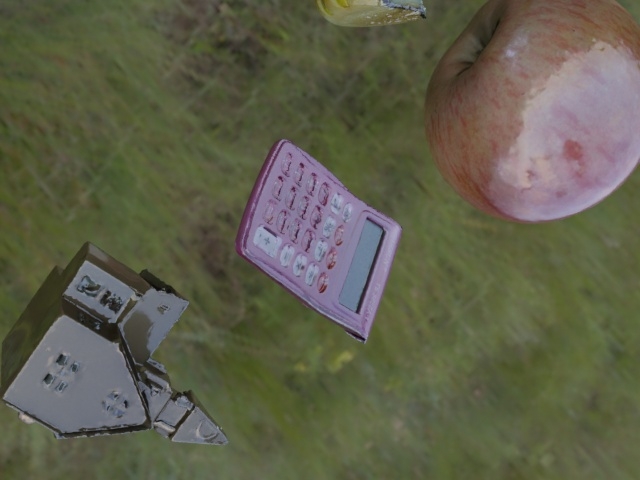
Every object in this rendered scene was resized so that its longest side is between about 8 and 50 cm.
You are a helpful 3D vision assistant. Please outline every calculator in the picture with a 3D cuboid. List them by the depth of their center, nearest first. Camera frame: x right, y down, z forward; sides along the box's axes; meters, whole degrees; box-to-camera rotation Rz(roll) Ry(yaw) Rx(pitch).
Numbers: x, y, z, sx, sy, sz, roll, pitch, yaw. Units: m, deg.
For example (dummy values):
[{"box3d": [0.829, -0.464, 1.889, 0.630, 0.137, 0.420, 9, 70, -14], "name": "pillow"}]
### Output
[{"box3d": [0.000, 0.000, 1.331, 0.034, 0.190, 0.127, -4, -123, 47], "name": "calculator"}]

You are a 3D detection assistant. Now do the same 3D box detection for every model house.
[{"box3d": [-0.185, 0.134, 1.477, 0.176, 0.248, 0.181, -54, -160, 6], "name": "model house"}]

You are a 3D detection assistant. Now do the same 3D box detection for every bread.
[{"box3d": [0.042, -0.224, 1.245, 0.094, 0.083, 0.157, -22, 176, 31], "name": "bread"}]

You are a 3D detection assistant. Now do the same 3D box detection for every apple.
[{"box3d": [0.282, -0.192, 1.870, 0.345, 0.345, 0.269, -41, 124, -1], "name": "apple"}]
